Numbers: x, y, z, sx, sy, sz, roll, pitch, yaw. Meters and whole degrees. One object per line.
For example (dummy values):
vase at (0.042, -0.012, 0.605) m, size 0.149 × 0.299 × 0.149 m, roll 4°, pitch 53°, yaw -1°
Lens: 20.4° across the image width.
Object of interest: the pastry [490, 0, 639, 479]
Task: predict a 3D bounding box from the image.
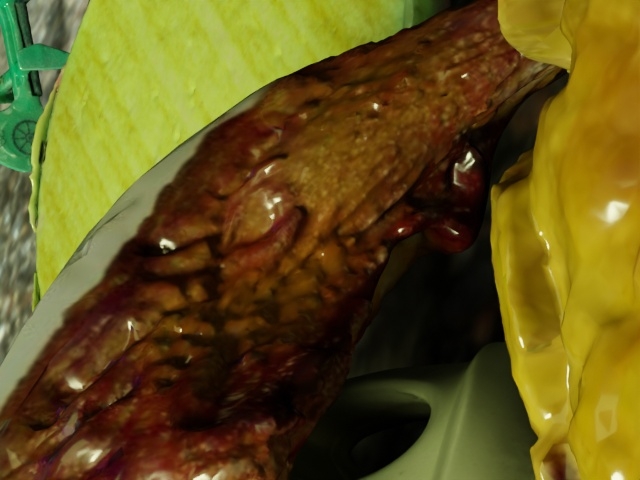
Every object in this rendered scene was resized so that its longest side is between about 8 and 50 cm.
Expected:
pastry at (0.180, -0.029, 0.350) m, size 0.356 × 0.164 × 0.356 m, roll -29°, pitch 51°, yaw 43°

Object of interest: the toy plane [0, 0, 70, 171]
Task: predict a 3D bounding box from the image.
toy plane at (-0.165, -0.149, 0.927) m, size 0.060 × 0.096 × 0.235 m, roll -23°, pitch 76°, yaw 50°

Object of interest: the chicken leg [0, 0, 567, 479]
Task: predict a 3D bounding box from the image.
chicken leg at (0.000, 0.000, 0.545) m, size 0.407 × 0.096 × 0.158 m, roll -45°, pitch 22°, yaw -4°

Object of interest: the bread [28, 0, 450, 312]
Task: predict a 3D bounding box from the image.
bread at (-0.044, -0.049, 0.759) m, size 0.301 × 0.045 × 0.301 m, roll -30°, pitch 52°, yaw 46°

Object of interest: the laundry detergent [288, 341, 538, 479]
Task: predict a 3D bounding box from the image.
laundry detergent at (0.020, 0.121, 0.557) m, size 0.253 × 0.091 × 0.181 m, roll -18°, pitch 50°, yaw 49°
